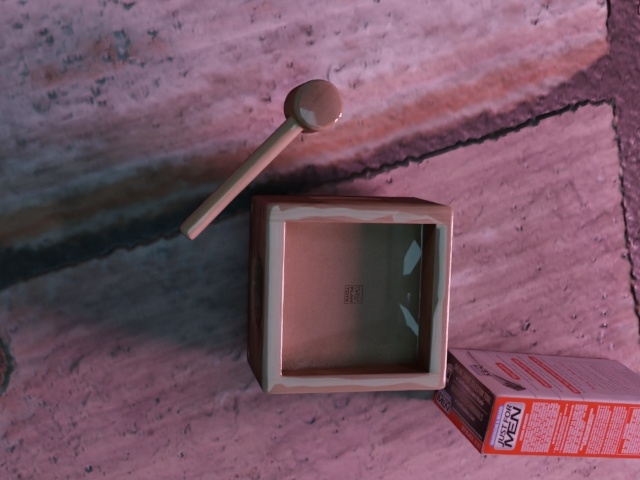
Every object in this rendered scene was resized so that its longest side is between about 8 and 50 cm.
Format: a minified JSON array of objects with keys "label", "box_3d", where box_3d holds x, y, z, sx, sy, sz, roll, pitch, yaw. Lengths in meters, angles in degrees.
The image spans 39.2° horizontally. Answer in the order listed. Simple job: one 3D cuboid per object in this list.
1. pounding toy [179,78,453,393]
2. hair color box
[{"label":"pounding toy","box_3d":[-0.009,-0.006,0.626,0.181,0.094,0.205,0,97,-12]},{"label":"hair color box","box_3d":[0.188,0.131,0.721,0.167,0.093,0.053,7,103,-18]}]
